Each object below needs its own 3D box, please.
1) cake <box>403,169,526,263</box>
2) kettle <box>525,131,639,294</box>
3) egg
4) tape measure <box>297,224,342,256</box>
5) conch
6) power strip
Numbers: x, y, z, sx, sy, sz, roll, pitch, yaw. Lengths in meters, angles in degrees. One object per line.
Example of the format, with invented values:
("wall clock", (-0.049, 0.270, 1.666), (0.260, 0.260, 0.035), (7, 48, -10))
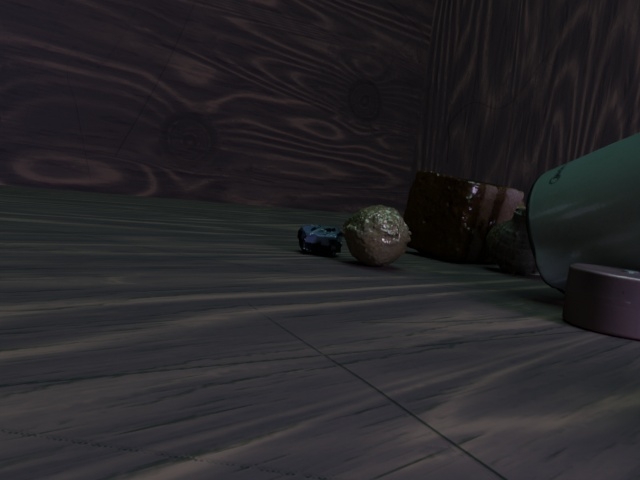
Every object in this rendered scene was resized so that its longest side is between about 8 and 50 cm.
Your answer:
("cake", (0.358, -0.043, 1.625), (0.293, 0.196, 0.199), (10, 4, -39))
("kettle", (0.541, -0.084, 1.018), (0.377, 0.250, 0.361), (-22, 21, 51))
("egg", (0.102, -0.010, 1.239), (0.118, 0.116, 0.140), (36, 4, -4))
("tape measure", (-0.001, -0.001, 1.324), (0.091, 0.054, 0.094), (6, 14, 2))
("conch", (0.430, 0.002, 1.427), (0.155, 0.207, 0.130), (13, 49, 4))
("power strip", (0.394, 0.077, 0.879), (0.154, 0.078, 0.154), (8, 4, -1))
